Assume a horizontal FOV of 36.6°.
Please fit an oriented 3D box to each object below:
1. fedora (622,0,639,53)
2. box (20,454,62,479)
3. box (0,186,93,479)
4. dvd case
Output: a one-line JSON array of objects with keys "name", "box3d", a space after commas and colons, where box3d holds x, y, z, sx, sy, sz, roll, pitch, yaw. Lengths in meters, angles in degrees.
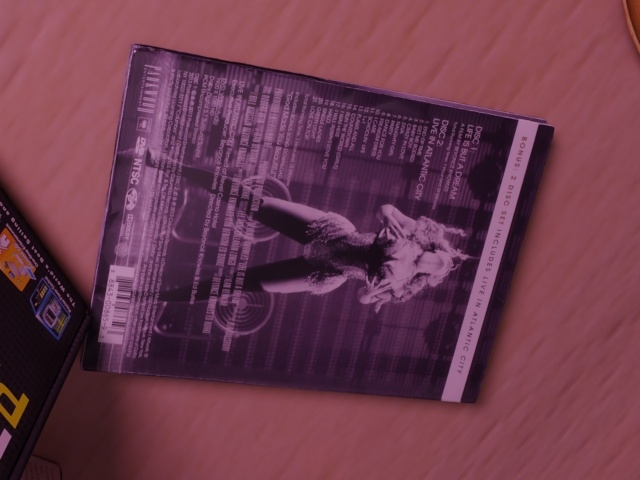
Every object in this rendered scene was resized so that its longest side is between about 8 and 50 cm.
[{"name": "fedora", "box3d": [0.248, -0.143, 0.480, 0.194, 0.079, 0.194, -5, 111, -13]}, {"name": "box", "box3d": [-0.312, 0.196, 0.465, 0.232, 0.058, 0.322, 33, 99, -23]}, {"name": "box", "box3d": [-0.199, -0.006, 0.331, 0.060, 0.216, 0.270, -23, 115, 15]}, {"name": "dvd case", "box3d": [0.000, 0.000, 0.499, 0.221, 0.018, 0.164, 8, 107, -17]}]
